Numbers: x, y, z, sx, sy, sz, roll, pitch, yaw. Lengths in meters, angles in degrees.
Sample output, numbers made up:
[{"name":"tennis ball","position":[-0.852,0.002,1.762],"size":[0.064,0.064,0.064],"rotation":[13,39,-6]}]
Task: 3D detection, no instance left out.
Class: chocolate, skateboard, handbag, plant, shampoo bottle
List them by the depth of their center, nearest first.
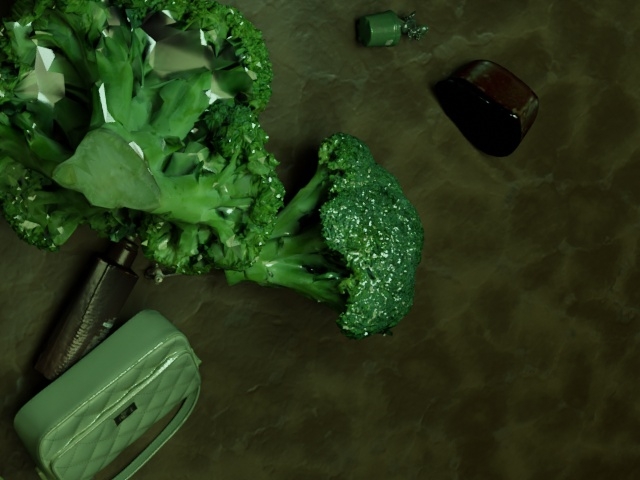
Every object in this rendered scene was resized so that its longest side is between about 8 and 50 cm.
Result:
[{"name":"shampoo bottle","position":[-0.278,0.070,1.897],"size":[0.067,0.068,0.236],"rotation":[28,91,-31]},{"name":"handbag","position":[-0.251,0.225,1.920],"size":[0.256,0.079,0.219],"rotation":[-40,143,-17]},{"name":"skateboard","position":[-0.194,0.009,1.947],"size":[0.064,0.032,0.083],"rotation":[-12,110,-33]},{"name":"plant","position":[0.101,-0.280,2.000],"size":[0.102,0.051,0.051],"rotation":[-10,107,-28]},{"name":"chocolate","position":[0.238,-0.192,2.057],"size":[0.149,0.125,0.080],"rotation":[47,65,-23]}]

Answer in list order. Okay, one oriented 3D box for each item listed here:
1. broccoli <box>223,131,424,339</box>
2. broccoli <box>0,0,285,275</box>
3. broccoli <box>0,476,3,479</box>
[{"name":"broccoli","position":[0.000,0.000,1.946],"size":[0.269,0.254,0.269],"rotation":[0,85,5]},{"name":"broccoli","position":[-0.231,-0.137,1.746],"size":[0.310,0.321,0.413],"rotation":[-46,119,-41]},{"name":"broccoli","position":[-0.441,0.343,1.862],"size":[0.162,0.146,0.138],"rotation":[44,51,-13]}]
